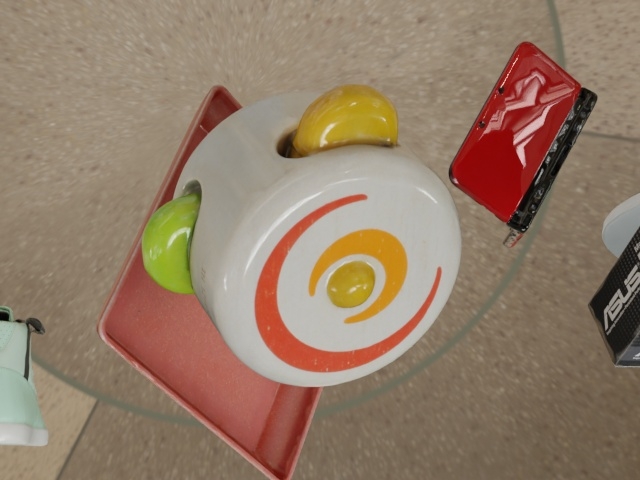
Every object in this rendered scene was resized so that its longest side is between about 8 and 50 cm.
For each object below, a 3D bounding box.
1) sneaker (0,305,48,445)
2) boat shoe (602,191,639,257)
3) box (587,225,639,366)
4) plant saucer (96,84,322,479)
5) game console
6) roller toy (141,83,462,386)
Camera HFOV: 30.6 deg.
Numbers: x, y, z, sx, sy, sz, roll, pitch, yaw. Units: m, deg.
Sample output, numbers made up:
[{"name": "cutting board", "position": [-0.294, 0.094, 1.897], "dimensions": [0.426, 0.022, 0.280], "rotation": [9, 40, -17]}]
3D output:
[{"name": "sneaker", "position": [-0.345, 0.151, 1.292], "dimensions": [0.094, 0.256, 0.151], "rotation": [2, 79, -14]}, {"name": "boat shoe", "position": [0.458, -0.067, 1.297], "dimensions": [0.306, 0.105, 0.113], "rotation": [-28, 120, 33]}, {"name": "box", "position": [0.355, 0.003, 0.819], "dimensions": [0.270, 0.060, 0.216], "rotation": [2, 137, -18]}, {"name": "plant saucer", "position": [-0.076, 0.042, 1.024], "dimensions": [0.258, 0.047, 0.259], "rotation": [48, 51, -38]}, {"name": "game console", "position": [0.175, -0.082, 1.039], "dimensions": [0.085, 0.124, 0.144], "rotation": [29, 81, 6]}, {"name": "roller toy", "position": [0.000, 0.000, 0.850], "dimensions": [0.209, 0.146, 0.191], "rotation": [-45, 128, 4]}]
